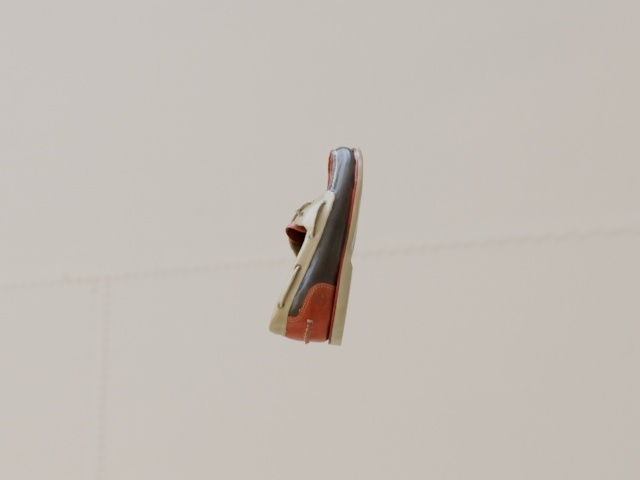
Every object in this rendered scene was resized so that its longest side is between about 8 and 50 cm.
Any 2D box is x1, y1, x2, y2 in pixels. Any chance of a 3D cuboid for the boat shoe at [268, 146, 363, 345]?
[{"bbox_3d":[0.000,0.000,1.129,0.043,0.049,0.137,7,-124,3],"label":"boat shoe"}]
